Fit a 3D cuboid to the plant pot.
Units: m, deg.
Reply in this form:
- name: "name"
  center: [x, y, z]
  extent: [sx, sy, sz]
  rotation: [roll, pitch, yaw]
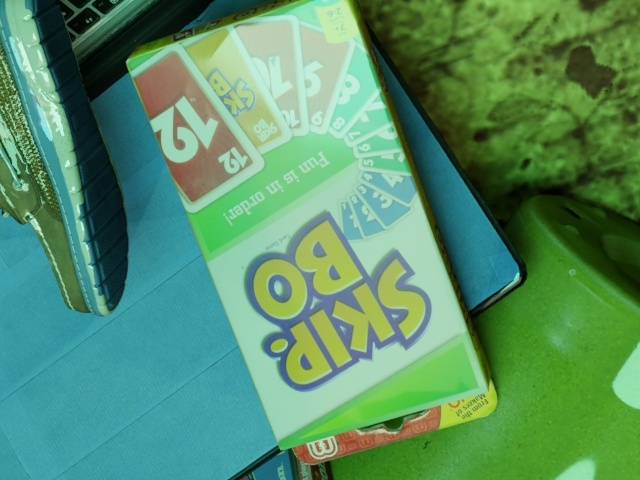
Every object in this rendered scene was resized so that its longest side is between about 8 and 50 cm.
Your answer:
- name: "plant pot"
  center: [0.142, 0.175, 1.178]
  extent: [0.366, 0.366, 0.353]
  rotation: [25, 106, -18]

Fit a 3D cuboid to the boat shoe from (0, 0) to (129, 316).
- name: "boat shoe"
  center: [-0.153, -0.044, 1.002]
  extent: [0.066, 0.066, 0.183]
  rotation: [-11, 101, 15]

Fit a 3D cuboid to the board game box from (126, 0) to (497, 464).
- name: "board game box"
  center: [0.000, 0.000, 1.012]
  extent: [0.124, 0.039, 0.259]
  rotation: [-17, 109, 12]

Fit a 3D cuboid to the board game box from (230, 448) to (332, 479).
- name: "board game box"
  center: [-0.064, 0.139, 1.153]
  extent: [0.145, 0.281, 0.027]
  rotation: [-34, 127, 18]

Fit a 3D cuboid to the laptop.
- name: "laptop"
  center: [-0.175, -0.048, 1.042]
  extent: [0.382, 0.236, 0.408]
  rotation: [-36, 133, 17]
